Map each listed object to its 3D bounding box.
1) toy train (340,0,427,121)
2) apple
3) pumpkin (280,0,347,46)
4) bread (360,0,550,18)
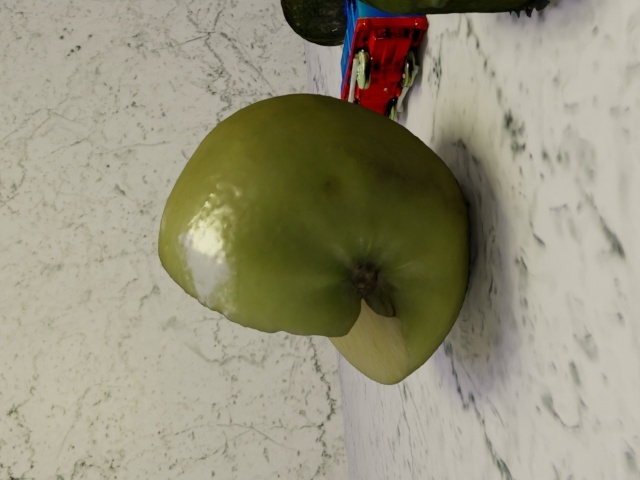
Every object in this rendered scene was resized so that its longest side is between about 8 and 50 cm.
[{"bbox_3d":[0.071,-0.232,0.715,0.204,0.082,0.131,105,161,-71],"label":"toy train"},{"bbox_3d":[0.015,-0.014,0.549,0.234,0.295,0.257,-58,26,-2],"label":"apple"},{"bbox_3d":[0.017,-0.393,0.802,0.223,0.157,0.224,7,-90,-79],"label":"pumpkin"},{"bbox_3d":[0.067,-0.309,0.376,0.382,0.128,0.367,96,169,-69],"label":"bread"}]
